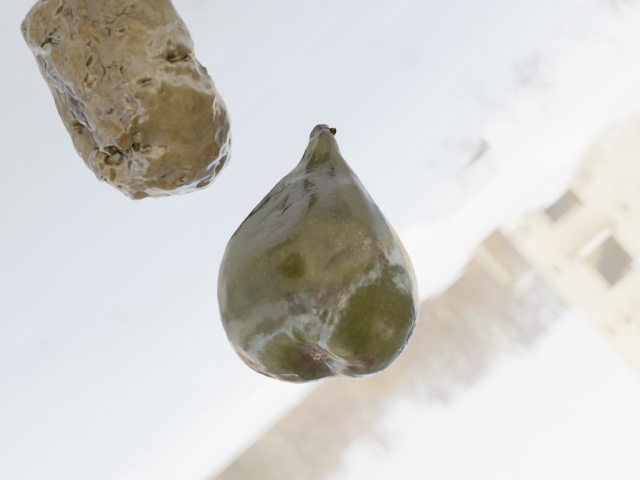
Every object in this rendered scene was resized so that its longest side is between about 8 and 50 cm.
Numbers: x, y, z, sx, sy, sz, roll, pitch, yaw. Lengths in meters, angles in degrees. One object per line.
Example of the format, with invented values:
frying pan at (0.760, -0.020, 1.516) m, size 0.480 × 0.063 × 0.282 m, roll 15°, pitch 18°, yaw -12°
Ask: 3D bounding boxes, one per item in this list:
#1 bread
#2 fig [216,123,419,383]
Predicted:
bread at (-0.169, -0.135, 1.716) m, size 0.123 × 0.230 × 0.230 m, roll -29°, pitch 175°, yaw -9°
fig at (0.012, 0.014, 1.313) m, size 0.133 × 0.126 × 0.185 m, roll -33°, pitch -162°, yaw 42°
